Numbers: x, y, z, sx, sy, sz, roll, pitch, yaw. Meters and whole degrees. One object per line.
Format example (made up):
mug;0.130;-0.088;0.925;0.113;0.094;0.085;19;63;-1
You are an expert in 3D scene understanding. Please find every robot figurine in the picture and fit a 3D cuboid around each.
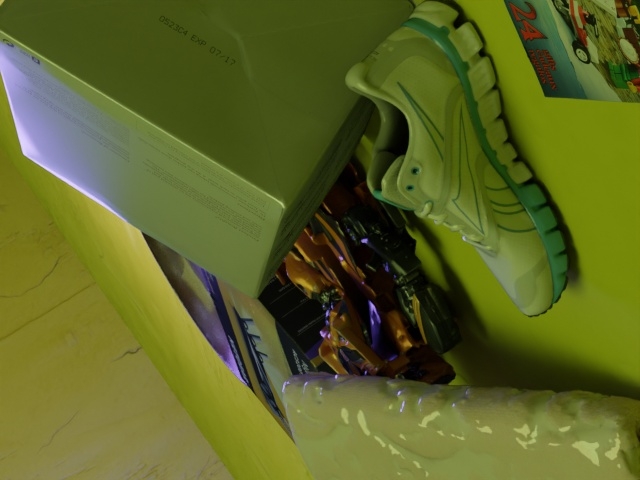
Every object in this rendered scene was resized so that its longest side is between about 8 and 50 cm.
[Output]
robot figurine;0.000;0.000;0.994;0.291;0.085;0.211;55;166;11

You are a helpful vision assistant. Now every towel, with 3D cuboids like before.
towel;0.142;0.229;0.895;0.331;0.053;0.317;-4;119;51

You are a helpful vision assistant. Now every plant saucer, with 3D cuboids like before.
plant saucer;-0.145;0.047;1.632;0.311;0.050;0.311;52;163;22

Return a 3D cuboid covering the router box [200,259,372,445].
router box;-0.015;0.112;1.278;0.243;0.081;0.309;46;161;37

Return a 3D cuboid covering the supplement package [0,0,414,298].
supplement package;-0.074;-0.095;0.802;0.194;0.149;0.203;32;162;3

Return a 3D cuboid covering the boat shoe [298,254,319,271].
boat shoe;-0.020;-0.003;1.129;0.135;0.045;0.050;50;163;26

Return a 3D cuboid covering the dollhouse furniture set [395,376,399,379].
dollhouse furniture set;0.110;0.169;1.106;0.081;0.091;0.114;-24;113;31

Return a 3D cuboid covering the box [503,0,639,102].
box;0.092;-0.159;0.455;0.233;0.044;0.159;62;165;-18

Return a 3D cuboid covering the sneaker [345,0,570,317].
sneaker;0.070;-0.031;0.716;0.191;0.083;0.071;61;163;-18
